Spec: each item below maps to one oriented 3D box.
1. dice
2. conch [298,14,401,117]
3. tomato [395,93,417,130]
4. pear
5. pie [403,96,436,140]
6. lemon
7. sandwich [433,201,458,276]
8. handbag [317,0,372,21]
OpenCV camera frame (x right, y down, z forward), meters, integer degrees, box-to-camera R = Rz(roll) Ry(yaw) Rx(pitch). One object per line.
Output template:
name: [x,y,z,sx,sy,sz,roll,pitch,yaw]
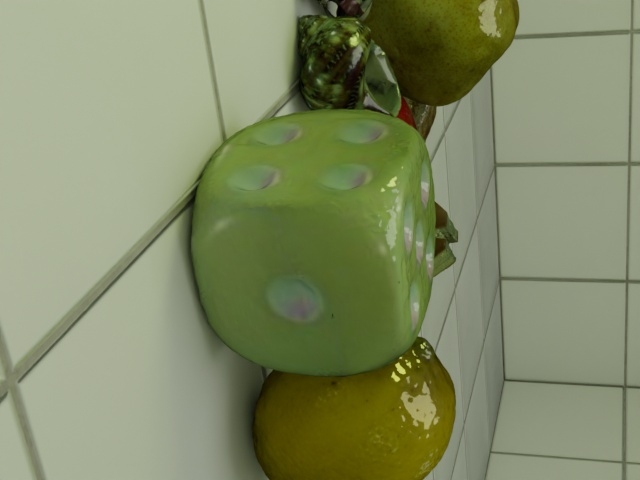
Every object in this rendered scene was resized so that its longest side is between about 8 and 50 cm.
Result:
dice: [0.000,0.000,1.182,0.249,0.252,0.254,-63,151,-54]
conch: [0.037,-0.263,1.494,0.187,0.124,0.181,-38,122,-56]
tomato: [0.101,-0.149,1.694,0.338,0.144,0.338,0,90,-75]
pear: [0.202,-0.409,1.758,0.304,0.304,0.303,1,90,-73]
pie: [0.221,-0.278,2.182,0.193,0.079,0.163,-56,151,-60]
lemon: [0.038,0.238,1.297,0.245,0.320,0.245,35,26,-20]
sandwich: [0.283,-0.002,2.373,0.090,0.089,0.244,61,34,-52]
handbag: [0.045,-0.469,1.527,0.213,0.127,0.234,11,93,-71]
